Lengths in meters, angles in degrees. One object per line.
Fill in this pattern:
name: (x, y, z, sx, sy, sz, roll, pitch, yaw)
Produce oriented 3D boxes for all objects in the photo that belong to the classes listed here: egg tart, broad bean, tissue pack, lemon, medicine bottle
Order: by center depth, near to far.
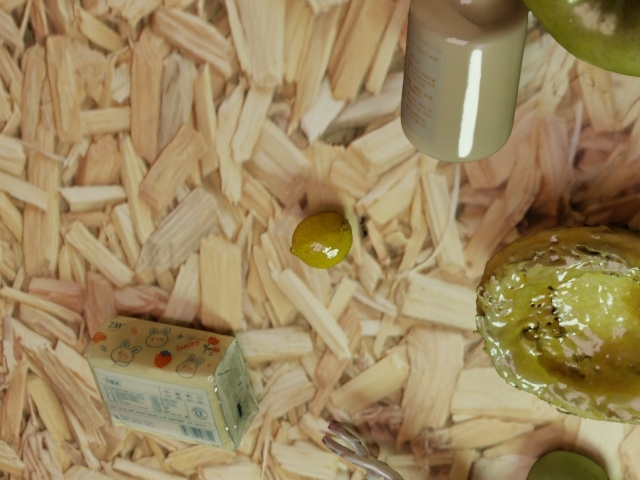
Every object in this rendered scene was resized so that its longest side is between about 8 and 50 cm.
medicine bottle: (0.137, -0.196, 1.590, 0.114, 0.114, 0.252, 18, 138, 15)
egg tart: (0.302, 0.076, 1.757, 0.288, 0.118, 0.288, 18, 136, 18)
lemon: (0.000, 0.000, 1.908, 0.092, 0.065, 0.065, -26, 114, 39)
broad bean: (0.296, 0.332, 2.039, 0.124, 0.082, 0.174, 26, 140, 9)
tissue pack: (-0.192, 0.182, 2.186, 0.196, 0.092, 0.148, 8, 135, 23)

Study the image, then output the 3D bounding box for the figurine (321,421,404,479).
figurine: (0.111, 0.404, 2.124, 0.284, 0.206, 0.316, 8, 148, 49)

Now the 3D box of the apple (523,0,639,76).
apple: (0.284, -0.249, 1.388, 0.260, 0.194, 0.261, 19, 140, 17)
